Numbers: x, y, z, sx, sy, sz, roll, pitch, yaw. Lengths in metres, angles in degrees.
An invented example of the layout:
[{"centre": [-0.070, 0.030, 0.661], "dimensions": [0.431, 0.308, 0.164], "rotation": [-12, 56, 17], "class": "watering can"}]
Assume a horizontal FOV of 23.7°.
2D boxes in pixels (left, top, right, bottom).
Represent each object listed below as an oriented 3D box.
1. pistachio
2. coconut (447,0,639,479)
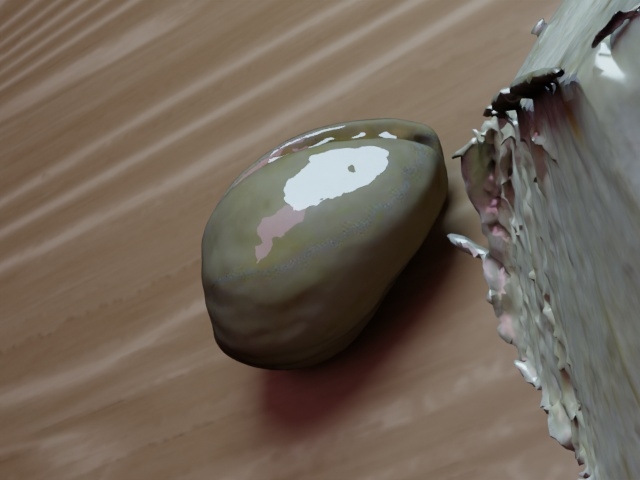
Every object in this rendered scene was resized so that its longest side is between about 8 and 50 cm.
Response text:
[{"centre": [0.000, 0.000, 0.910], "dimensions": [0.185, 0.124, 0.124], "rotation": [-36, 49, 18], "class": "pistachio"}, {"centre": [0.241, 0.005, 0.510], "dimensions": [0.346, 0.360, 0.346], "rotation": [-52, 3, 4], "class": "coconut"}]
